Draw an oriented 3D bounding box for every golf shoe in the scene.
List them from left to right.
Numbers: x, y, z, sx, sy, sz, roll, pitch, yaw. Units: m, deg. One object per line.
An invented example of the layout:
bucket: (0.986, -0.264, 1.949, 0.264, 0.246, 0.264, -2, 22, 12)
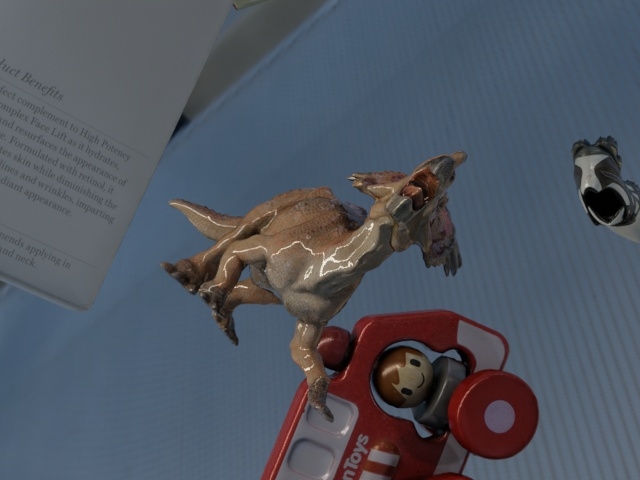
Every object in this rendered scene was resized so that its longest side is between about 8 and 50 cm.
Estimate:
golf shoe: (0.369, -0.041, 1.542, 0.077, 0.198, 0.094, -15, 47, 33)

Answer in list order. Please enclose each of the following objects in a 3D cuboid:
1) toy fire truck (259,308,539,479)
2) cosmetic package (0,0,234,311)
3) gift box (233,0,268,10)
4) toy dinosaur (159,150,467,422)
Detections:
toy fire truck: (0.084, 0.216, 1.385, 0.302, 0.253, 0.169, -68, 15, -5)
cosmetic package: (-0.122, -0.096, 0.570, 0.085, 0.117, 0.231, 14, 77, 53)
gift box: (-0.010, -0.413, 1.197, 0.258, 0.276, 0.255, -11, 49, 19)
toy dinosaur: (0.000, 0.000, 0.937, 0.200, 0.127, 0.295, -46, 31, -10)
